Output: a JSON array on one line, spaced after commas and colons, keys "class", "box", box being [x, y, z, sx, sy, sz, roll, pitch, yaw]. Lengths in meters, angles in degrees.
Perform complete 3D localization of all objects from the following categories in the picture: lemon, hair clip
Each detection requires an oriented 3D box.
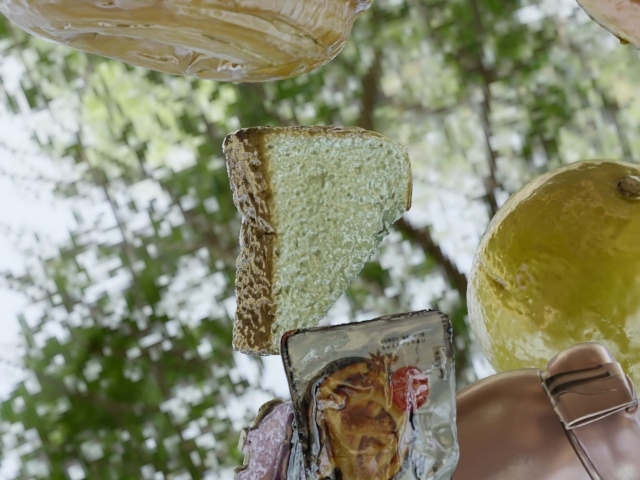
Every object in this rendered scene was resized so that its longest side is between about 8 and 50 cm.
[{"class": "lemon", "box": [0.356, 0.061, 2.381, 0.348, 0.348, 0.348, -17, -159, 7]}, {"class": "hair clip", "box": [-0.038, 0.260, 2.110, 0.146, 0.187, 0.056, -6, -165, -38]}]

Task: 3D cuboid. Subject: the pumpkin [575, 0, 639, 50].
[{"class": "pumpkin", "box": [0.321, -0.270, 1.640, 0.169, 0.312, 0.148, -14, -159, 49]}]

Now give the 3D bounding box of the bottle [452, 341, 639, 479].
[{"class": "bottle", "box": [0.169, 0.212, 1.713, 0.296, 0.173, 0.206, -27, 156, 11]}]

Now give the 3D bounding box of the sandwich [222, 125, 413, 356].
[{"class": "sandwich", "box": [0.003, -0.001, 2.233, 0.254, 0.289, 0.099, 4, 171, -41]}]

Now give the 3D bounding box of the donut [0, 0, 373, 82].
[{"class": "donut", "box": [-0.153, -0.283, 1.859, 0.448, 0.198, 0.449, 11, 176, 1]}]

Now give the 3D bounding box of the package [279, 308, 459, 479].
[{"class": "package", "box": [0.051, 0.181, 1.481, 0.154, 0.239, 0.030, -8, -178, -26]}]
